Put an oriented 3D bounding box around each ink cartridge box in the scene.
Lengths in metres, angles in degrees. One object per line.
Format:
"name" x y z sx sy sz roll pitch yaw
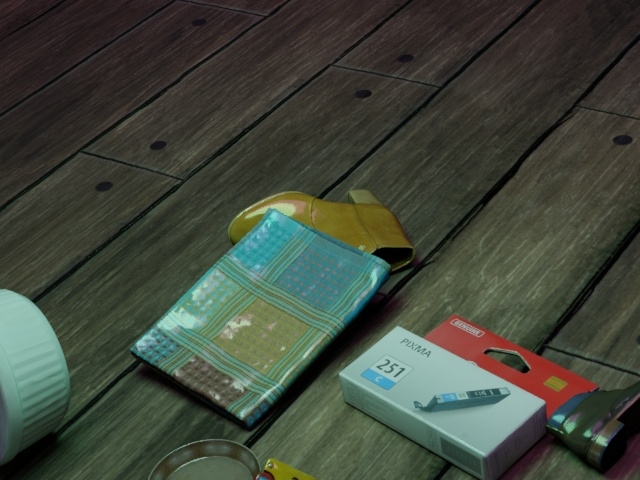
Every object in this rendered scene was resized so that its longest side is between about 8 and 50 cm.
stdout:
"ink cartridge box" 0.221 0.208 2.072 0.261 0.066 0.296 -35 42 -31

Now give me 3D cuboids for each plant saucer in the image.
"plant saucer" -0.166 0.353 1.988 0.168 0.029 0.168 -6 35 4

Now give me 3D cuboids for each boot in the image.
"boot" 0.419 0.229 1.980 0.106 0.082 0.219 25 49 36
"boot" 0.001 0.001 2.389 0.295 0.104 0.211 -12 34 -11

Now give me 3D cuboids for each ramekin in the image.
"ramekin" -0.490 0.198 2.097 0.127 0.273 0.273 -22 35 -38

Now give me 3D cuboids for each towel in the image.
"towel" -0.093 0.113 2.230 0.271 0.040 0.370 27 58 31

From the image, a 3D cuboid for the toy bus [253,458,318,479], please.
"toy bus" -0.069 0.393 1.813 0.104 0.202 0.191 25 14 -3
